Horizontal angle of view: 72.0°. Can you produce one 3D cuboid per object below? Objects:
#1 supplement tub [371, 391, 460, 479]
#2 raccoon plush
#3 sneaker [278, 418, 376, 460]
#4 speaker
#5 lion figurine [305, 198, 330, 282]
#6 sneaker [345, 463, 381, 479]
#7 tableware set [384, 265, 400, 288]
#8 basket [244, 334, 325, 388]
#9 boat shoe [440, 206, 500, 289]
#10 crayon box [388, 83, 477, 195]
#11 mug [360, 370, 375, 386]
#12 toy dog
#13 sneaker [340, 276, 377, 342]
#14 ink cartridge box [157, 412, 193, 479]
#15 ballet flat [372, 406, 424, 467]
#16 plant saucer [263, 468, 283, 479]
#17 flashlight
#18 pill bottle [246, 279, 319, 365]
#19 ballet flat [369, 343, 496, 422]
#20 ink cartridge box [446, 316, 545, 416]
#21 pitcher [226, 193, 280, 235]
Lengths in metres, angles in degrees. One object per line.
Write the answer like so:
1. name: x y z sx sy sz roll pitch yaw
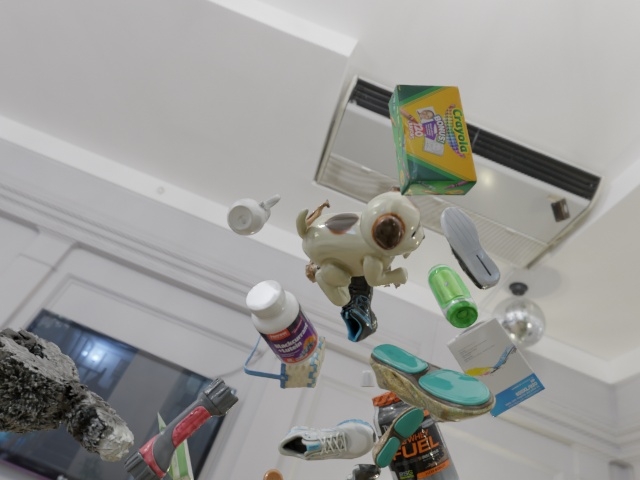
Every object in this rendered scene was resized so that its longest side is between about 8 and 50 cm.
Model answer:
1. supplement tub: 0.304 0.667 1.465 0.207 0.337 0.207 -18 -19 -6
2. raccoon plush: -0.664 0.399 0.924 0.446 0.299 0.216 35 -12 22
3. sneaker: 0.009 0.382 0.821 0.191 0.071 0.083 -15 -17 16
4. speaker: 0.519 0.214 1.749 0.131 0.296 0.131 -2 -62 -3
5. lion figurine: 0.000 0.000 2.136 0.240 0.392 0.142 -27 -32 15
6. sneaker: 0.128 0.747 1.295 0.086 0.132 0.228 6 -40 -4
7. tableware set: 0.320 0.162 2.135 0.168 0.020 0.141 64 -26 -2
8. basket: -0.135 0.467 1.765 0.289 0.254 0.201 14 -59 7
9. boat shoe: 0.531 0.037 1.625 0.121 0.335 0.119 -15 -24 -13
10. crayon box: 0.272 -0.249 1.092 0.166 0.278 0.081 -1 -20 -8
11. mug: 0.192 0.577 1.834 0.062 0.064 0.078 6 -22 -17
12. toy dog: 0.156 -0.021 1.461 0.408 0.284 0.395 -26 -71 43
13. sneaker: 0.142 0.245 1.779 0.125 0.140 0.340 -10 -81 40
14. ink cartridge box: -0.442 0.643 1.353 0.056 0.171 0.235 -12 -42 -18
15. ballet flat: 0.217 0.554 1.271 0.073 0.206 0.067 46 -11 -8
16. plant saucer: -0.182 0.932 1.706 0.084 0.083 0.013 29 -47 -9
17. flashlight: -0.352 0.501 1.150 0.103 0.304 0.103 54 -23 -5
18. pill bottle: -0.084 0.178 0.962 0.108 0.108 0.193 -2 -45 28
19. ballet flat: 0.232 0.323 0.949 0.123 0.123 0.349 43 -16 -26
20. ink cartridge box: 0.512 0.369 1.323 0.168 0.232 0.171 -33 -16 7
21. pitcher: -0.223 -0.098 1.507 0.178 0.207 0.125 -42 -92 10
